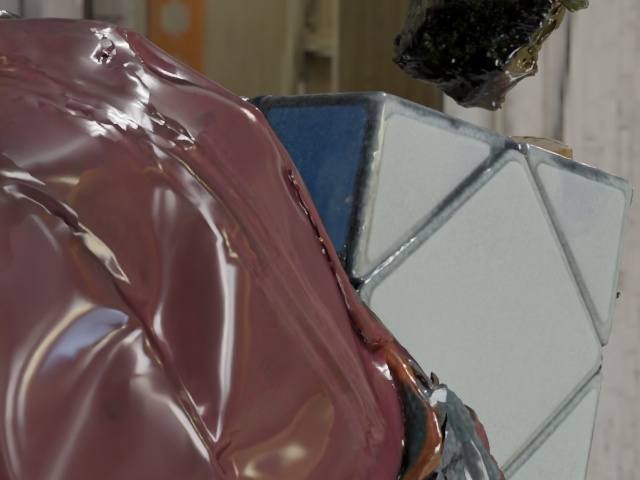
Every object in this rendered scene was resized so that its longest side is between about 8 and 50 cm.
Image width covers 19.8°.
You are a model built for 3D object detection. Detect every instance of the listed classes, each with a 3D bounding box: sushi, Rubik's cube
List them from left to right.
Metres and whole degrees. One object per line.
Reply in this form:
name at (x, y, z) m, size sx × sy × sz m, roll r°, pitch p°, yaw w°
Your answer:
Rubik's cube at (0.019, 0.041, 0.994) m, size 0.205 × 0.207 × 0.205 m, roll 2°, pitch -101°, yaw 49°
sushi at (0.147, -0.204, 1.465) m, size 0.212 × 0.115 × 0.147 m, roll 122°, pitch -10°, yaw -51°

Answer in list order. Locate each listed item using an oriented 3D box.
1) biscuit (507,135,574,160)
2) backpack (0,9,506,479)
biscuit at (0.000, 0.000, 1.359) m, size 0.394 × 0.368 × 0.076 m, roll -58°, pitch 143°, yaw -71°
backpack at (-0.093, 0.051, 0.671) m, size 0.317 × 0.283 × 0.197 m, roll 62°, pitch 36°, yaw -31°
